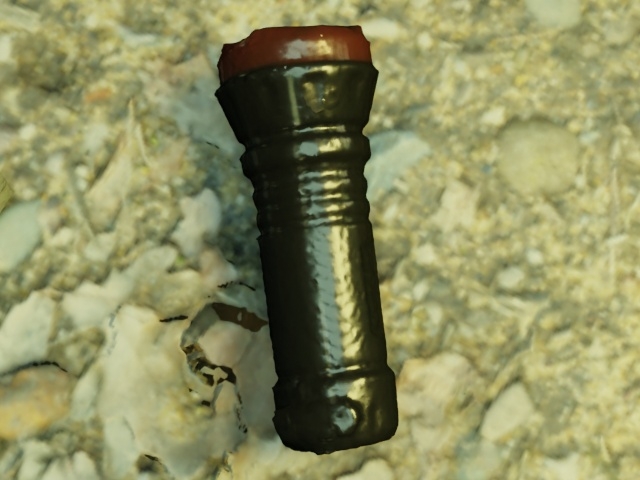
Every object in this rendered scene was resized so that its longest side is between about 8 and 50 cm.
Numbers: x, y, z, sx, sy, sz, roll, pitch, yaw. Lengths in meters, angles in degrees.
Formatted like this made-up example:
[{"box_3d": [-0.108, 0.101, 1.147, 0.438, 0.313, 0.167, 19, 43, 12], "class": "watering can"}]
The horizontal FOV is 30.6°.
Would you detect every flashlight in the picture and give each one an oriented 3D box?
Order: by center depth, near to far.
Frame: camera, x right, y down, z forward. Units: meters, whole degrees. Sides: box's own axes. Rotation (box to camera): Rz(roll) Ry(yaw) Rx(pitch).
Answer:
[{"box_3d": [0.000, 0.000, 0.652, 0.093, 0.093, 0.232, -8, 89, -2], "class": "flashlight"}]

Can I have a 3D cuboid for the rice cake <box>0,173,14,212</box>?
[{"box_3d": [-0.262, 0.047, 0.652, 0.057, 0.052, 0.256, 31, 83, 31], "class": "rice cake"}]
